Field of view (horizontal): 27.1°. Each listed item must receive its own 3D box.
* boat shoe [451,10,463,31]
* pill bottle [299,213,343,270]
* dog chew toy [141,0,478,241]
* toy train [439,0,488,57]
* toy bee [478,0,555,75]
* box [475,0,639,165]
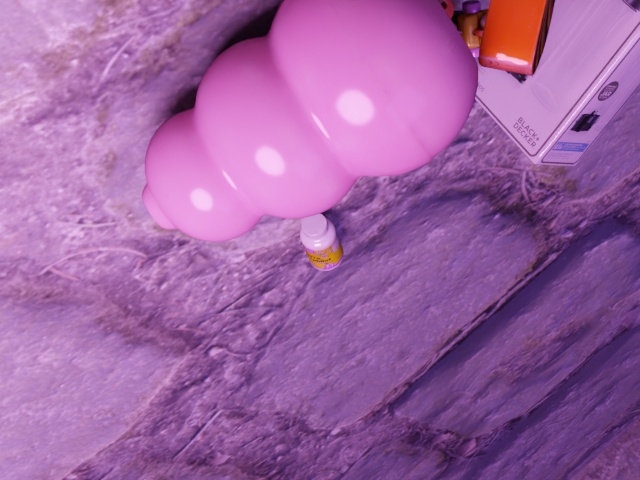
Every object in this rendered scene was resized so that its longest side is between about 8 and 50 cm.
[{"bbox_3d":[0.088,-0.188,1.390,0.183,0.065,0.083,-22,140,-31],"label":"boat shoe"},{"bbox_3d":[0.000,0.000,1.571,0.043,0.043,0.083,-34,150,-7],"label":"pill bottle"},{"bbox_3d":[-0.022,-0.117,1.240,0.332,0.206,0.206,-32,152,8],"label":"dog chew toy"},{"bbox_3d":[0.166,-0.255,1.338,0.166,0.046,0.125,-39,118,-6],"label":"toy train"},{"bbox_3d":[0.225,-0.306,1.268,0.298,0.195,0.162,-59,170,15],"label":"toy bee"},{"bbox_3d":[0.288,-0.239,1.419,0.087,0.169,0.290,-1,133,-47],"label":"box"}]
